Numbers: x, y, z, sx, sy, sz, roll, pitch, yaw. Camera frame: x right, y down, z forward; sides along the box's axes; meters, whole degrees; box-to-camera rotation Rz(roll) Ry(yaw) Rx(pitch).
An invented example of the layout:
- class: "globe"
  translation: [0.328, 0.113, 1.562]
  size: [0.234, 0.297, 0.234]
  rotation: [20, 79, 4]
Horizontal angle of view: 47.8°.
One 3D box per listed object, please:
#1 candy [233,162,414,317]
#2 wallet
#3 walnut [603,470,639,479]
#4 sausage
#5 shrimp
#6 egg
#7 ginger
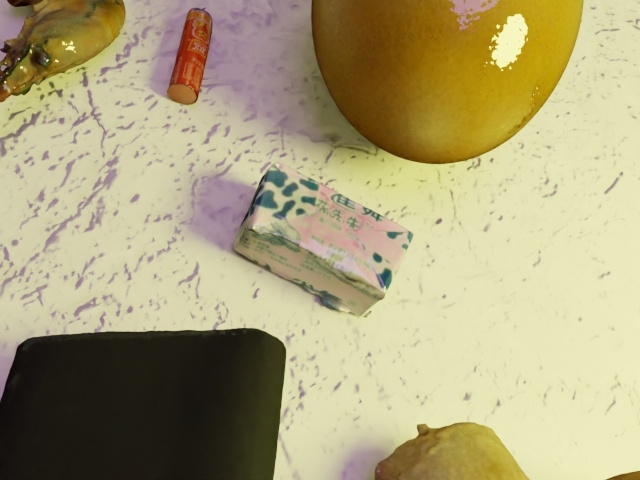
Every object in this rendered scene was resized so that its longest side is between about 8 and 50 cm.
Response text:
- class: "candy"
  translation: [0.000, 0.000, 0.714]
  size: [0.160, 0.073, 0.092]
  rotation: [27, 59, -5]
- class: "wallet"
  translation: [-0.146, 0.242, 0.464]
  size: [0.228, 0.062, 0.406]
  rotation: [-5, 50, 10]
- class: "walnut"
  translation: [0.332, 0.313, 0.594]
  size: [0.298, 0.203, 0.203]
  rotation: [22, 57, 6]
- class: "sausage"
  translation: [-0.140, -0.210, 0.796]
  size: [0.034, 0.034, 0.129]
  rotation: [14, 60, -13]
- class: "shrimp"
  translation: [-0.291, -0.194, 0.716]
  size: [0.117, 0.066, 0.262]
  rotation: [22, 42, 9]
- class: "egg"
  translation: [0.131, -0.246, 0.768]
  size: [0.283, 0.282, 0.351]
  rotation: [15, 59, -13]
- class: "ginger"
  translation: [0.094, 0.271, 0.573]
  size: [0.152, 0.138, 0.267]
  rotation: [5, 42, 34]
